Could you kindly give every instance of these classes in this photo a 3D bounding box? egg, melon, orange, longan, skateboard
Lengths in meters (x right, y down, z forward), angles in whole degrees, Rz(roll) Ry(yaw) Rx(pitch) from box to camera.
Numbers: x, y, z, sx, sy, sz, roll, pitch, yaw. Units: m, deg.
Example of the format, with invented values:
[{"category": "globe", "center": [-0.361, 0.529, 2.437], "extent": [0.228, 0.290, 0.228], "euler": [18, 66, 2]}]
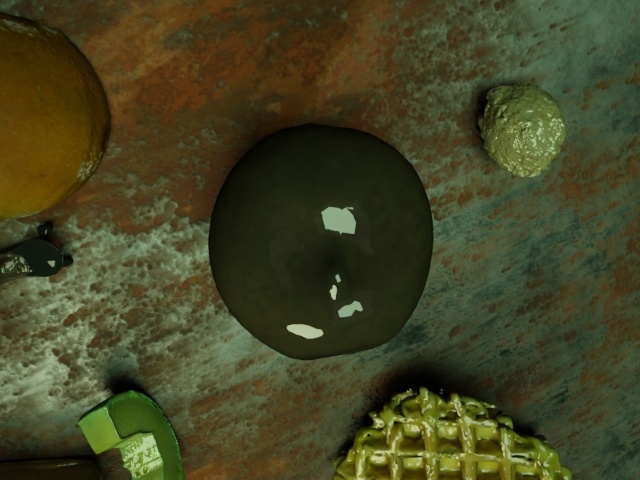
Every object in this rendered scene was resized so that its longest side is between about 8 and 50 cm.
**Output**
[{"category": "egg", "center": [0.298, -0.163, 0.757], "extent": [0.118, 0.116, 0.140], "euler": [-9, 110, 18]}, {"category": "melon", "center": [-0.279, 0.316, 0.782], "extent": [0.064, 0.118, 0.210], "euler": [-21, 102, 8]}, {"category": "orange", "center": [-0.418, -0.150, 0.584], "extent": [0.310, 0.274, 0.274], "euler": [10, 110, -51]}, {"category": "longan", "center": [0.000, 0.003, 0.649], "extent": [0.297, 0.297, 0.297], "euler": [-5, 111, -13]}, {"category": "skateboard", "center": [-0.408, 0.040, 0.660], "extent": [0.151, 0.080, 0.067], "euler": [-20, 120, -5]}]

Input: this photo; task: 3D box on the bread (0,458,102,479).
[{"category": "bread", "center": [-0.421, 0.400, 0.756], "extent": [0.190, 0.132, 0.114], "euler": [-2, 96, -13]}]

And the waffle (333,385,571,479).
[{"category": "waffle", "center": [0.218, 0.437, 0.898], "extent": [0.379, 0.095, 0.382], "euler": [35, 112, 0]}]

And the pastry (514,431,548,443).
[{"category": "pastry", "center": [0.348, 0.418, 0.989], "extent": [0.265, 0.112, 0.103], "euler": [8, 100, -18]}]
